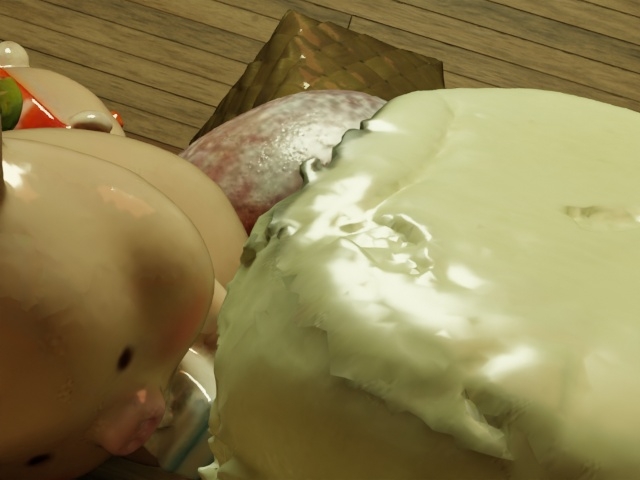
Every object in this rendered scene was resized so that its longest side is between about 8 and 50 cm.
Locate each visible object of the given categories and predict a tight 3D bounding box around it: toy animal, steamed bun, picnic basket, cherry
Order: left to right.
[{"bbox_3d":[-0.223,-0.047,0.927,0.171,0.197,0.171,0,40,0],"label":"toy animal"},{"bbox_3d":[-0.133,0.040,0.596,0.213,0.195,0.256,38,6,-5],"label":"toy animal"},{"bbox_3d":[0.000,0.000,0.915,0.285,0.236,0.213,-1,-6,-21],"label":"cherry"},{"bbox_3d":[0.004,-0.034,1.178,0.254,0.291,0.321,16,50,-26],"label":"picnic basket"},{"bbox_3d":[0.120,0.090,0.526,0.312,0.233,0.334,25,34,22],"label":"steamed bun"}]

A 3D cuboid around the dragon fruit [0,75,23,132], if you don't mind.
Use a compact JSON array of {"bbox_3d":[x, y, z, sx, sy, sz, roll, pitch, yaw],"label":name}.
[{"bbox_3d":[-0.345,-0.076,0.770,0.303,0.237,0.231,8,-21,17],"label":"dragon fruit"}]
